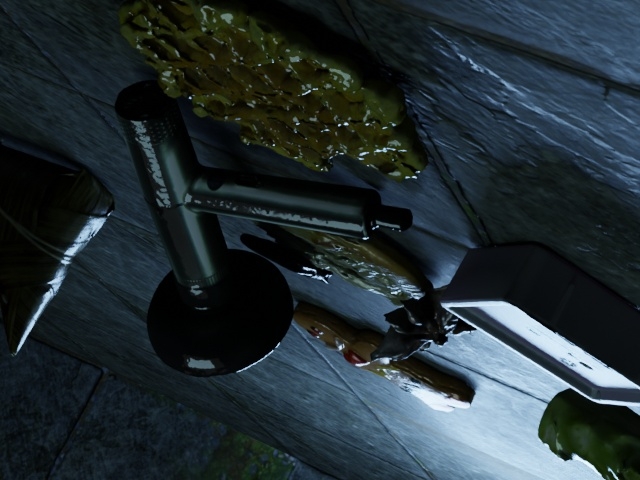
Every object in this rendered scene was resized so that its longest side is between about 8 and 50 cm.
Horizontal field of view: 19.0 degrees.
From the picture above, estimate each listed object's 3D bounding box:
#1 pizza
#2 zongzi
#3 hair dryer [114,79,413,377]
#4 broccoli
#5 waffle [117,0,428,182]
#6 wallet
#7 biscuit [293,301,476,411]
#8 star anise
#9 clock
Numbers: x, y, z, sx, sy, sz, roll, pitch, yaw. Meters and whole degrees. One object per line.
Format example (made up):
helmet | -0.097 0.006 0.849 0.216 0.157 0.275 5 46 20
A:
pizza | 0.000 0.000 1.986 0.262 0.034 0.181 25 168 16
zongzi | -0.411 -0.004 2.376 0.248 0.241 0.111 21 166 31
hair dryer | -0.065 0.017 1.847 0.284 0.156 0.320 29 149 26
broccoli | 0.345 0.239 1.889 0.361 0.221 0.252 20 -160 35
waffle | -0.037 -0.123 1.540 0.291 0.051 0.291 26 166 7
wallet | -0.035 0.019 2.084 0.082 0.018 0.157 30 -177 12
biscuit | 0.072 0.153 2.434 0.250 0.036 0.165 30 166 -4
star anise | 0.105 0.089 1.943 0.124 0.129 0.056 40 -155 -59
clock | 0.226 0.079 1.742 0.197 0.063 0.150 32 167 -17
